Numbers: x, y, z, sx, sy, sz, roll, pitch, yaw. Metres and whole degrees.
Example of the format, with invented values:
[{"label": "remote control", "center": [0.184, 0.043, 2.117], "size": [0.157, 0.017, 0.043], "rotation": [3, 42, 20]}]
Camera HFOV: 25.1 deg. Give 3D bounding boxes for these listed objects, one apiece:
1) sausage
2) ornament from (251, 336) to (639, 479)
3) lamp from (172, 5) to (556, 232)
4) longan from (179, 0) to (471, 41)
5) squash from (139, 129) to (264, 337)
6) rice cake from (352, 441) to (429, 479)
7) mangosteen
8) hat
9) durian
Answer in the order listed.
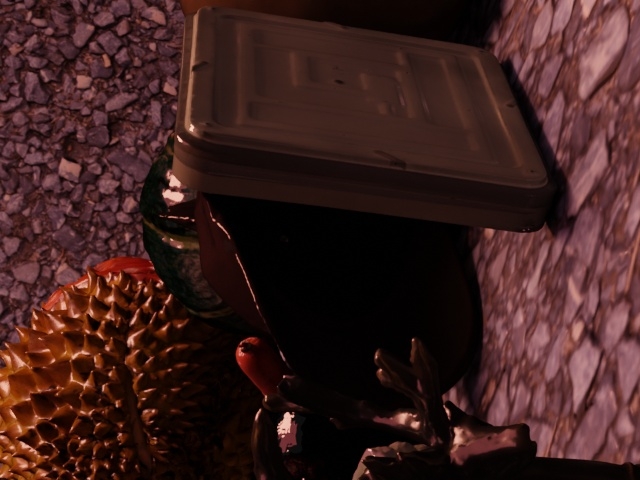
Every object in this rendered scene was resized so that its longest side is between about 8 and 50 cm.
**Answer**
[{"label": "sausage", "center": [-0.017, 0.146, 1.248], "size": [0.253, 0.034, 0.034], "rotation": [56, -146, -50]}, {"label": "ornament", "center": [0.067, 0.136, 0.697], "size": [0.202, 0.236, 0.080], "rotation": [120, 166, -49]}, {"label": "lamp", "center": [0.025, -0.098, 1.085], "size": [0.266, 0.269, 0.047], "rotation": [-98, 17, -61]}, {"label": "longan", "center": [0.000, -0.262, 1.337], "size": [0.300, 0.300, 0.243], "rotation": [-100, 20, -63]}, {"label": "squash", "center": [-0.054, -0.028, 1.406], "size": [0.165, 0.252, 0.252], "rotation": [28, 104, 57]}, {"label": "rice cake", "center": [0.038, 0.232, 1.111], "size": [0.042, 0.080, 0.222], "rotation": [58, 139, 36]}, {"label": "mangosteen", "center": [0.016, 0.169, 1.185], "size": [0.151, 0.137, 0.137], "rotation": [-49, -17, -57]}, {"label": "hat", "center": [-0.006, 0.032, 1.196], "size": [0.209, 0.238, 0.336], "rotation": [121, 150, -47]}, {"label": "durian", "center": [-0.187, 0.192, 1.546], "size": [0.384, 0.347, 0.348], "rotation": [-106, 33, -72]}]
